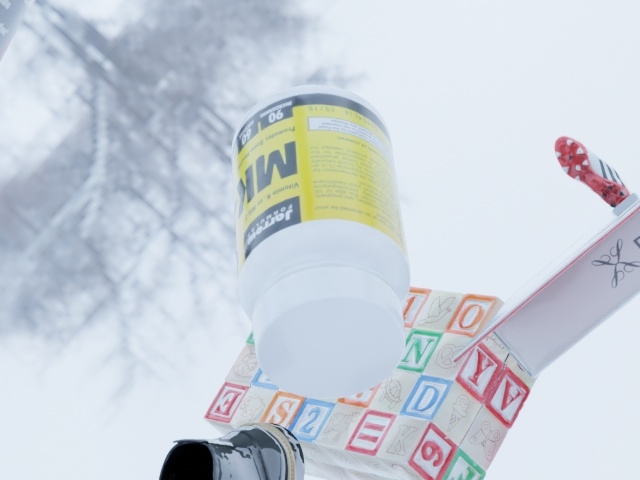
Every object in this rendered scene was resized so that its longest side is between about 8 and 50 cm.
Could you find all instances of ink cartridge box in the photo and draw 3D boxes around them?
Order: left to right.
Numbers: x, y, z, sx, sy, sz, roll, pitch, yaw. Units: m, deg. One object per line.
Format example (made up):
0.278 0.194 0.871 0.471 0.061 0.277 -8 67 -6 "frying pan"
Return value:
0.234 -0.004 1.357 0.275 0.060 0.239 -42 178 20 "ink cartridge box"

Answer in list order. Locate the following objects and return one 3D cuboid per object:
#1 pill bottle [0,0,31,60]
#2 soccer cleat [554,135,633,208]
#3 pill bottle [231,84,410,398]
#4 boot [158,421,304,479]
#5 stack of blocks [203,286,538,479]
-0.346 -0.320 1.809 0.363 0.210 0.210 -65 -169 -9 "pill bottle"
0.233 -0.058 1.626 0.029 0.083 0.035 -53 166 22 "soccer cleat"
0.000 0.000 1.316 0.119 0.119 0.208 -43 -147 30 "pill bottle"
-0.068 0.213 1.190 0.077 0.198 0.137 -2 174 20 "boot"
0.046 0.132 1.739 0.297 0.087 0.171 5 -122 50 "stack of blocks"
